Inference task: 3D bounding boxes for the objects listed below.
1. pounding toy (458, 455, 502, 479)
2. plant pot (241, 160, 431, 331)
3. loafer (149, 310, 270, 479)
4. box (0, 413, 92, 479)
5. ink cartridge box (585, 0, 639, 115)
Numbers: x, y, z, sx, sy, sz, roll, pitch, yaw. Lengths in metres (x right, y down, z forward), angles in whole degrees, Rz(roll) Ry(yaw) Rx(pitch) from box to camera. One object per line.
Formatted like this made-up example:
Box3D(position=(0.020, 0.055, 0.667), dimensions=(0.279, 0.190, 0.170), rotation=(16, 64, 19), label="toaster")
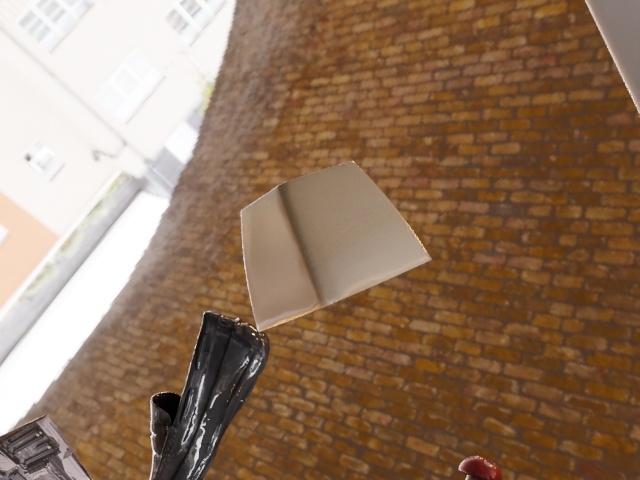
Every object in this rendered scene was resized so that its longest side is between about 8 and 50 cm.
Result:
Box3D(position=(0.194, 0.298, 0.922), dimensions=(0.183, 0.237, 0.110), rotation=(20, -104, 11), label="pounding toy")
Box3D(position=(0.000, 0.000, 0.666), dimensions=(0.109, 0.096, 0.109), rotation=(-20, 176, -34), label="plant pot")
Box3D(position=(-0.125, 0.169, 0.798), dimensions=(0.223, 0.078, 0.076), rotation=(-62, -176, 6), label="loafer")
Box3D(position=(-0.347, 0.271, 0.625), dimensions=(0.076, 0.307, 0.242), rotation=(51, -51, 14), label="box")
Box3D(position=(0.281, -0.096, 0.418), dimensions=(0.239, 0.060, 0.275), rotation=(-25, -115, 22), label="ink cartridge box")
